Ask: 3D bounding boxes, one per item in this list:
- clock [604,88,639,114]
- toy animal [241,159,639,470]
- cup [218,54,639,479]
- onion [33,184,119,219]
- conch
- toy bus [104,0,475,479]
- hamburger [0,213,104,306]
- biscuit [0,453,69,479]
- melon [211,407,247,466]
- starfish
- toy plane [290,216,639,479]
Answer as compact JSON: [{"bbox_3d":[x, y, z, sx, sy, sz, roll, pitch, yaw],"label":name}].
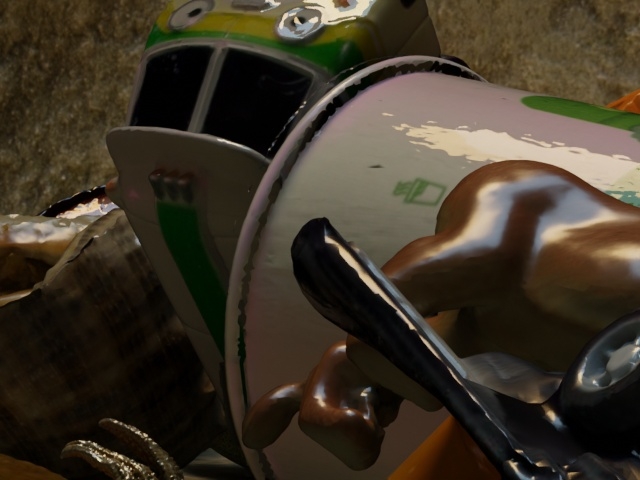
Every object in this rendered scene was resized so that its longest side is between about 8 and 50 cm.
[{"bbox_3d":[0.148,-0.017,1.165,0.255,0.106,0.220,-32,6,-12],"label":"clock"},{"bbox_3d":[0.119,0.029,0.560,0.312,0.157,0.097,13,-40,37],"label":"toy animal"},{"bbox_3d":[0.133,0.049,0.728,0.274,0.253,0.253,11,4,41],"label":"cup"},{"bbox_3d":[-0.194,0.080,1.581,0.256,0.272,0.230,9,-30,-11],"label":"onion"},{"bbox_3d":[-0.132,0.084,0.995,0.291,0.159,0.210,-40,8,-25],"label":"conch"},{"bbox_3d":[0.000,0.000,0.895,0.143,0.179,0.305,11,-41,35],"label":"toy bus"},{"bbox_3d":[-0.208,0.070,1.284,0.318,0.158,0.318,-4,-14,-1],"label":"hamburger"},{"bbox_3d":[-0.273,0.092,0.472,0.432,0.064,0.283,8,6,-25],"label":"biscuit"},{"bbox_3d":[-0.019,0.100,1.151,0.192,0.139,0.139,3,-2,34],"label":"melon"},{"bbox_3d":[-0.045,0.131,0.712,0.130,0.041,0.133,27,4,-29],"label":"starfish"},{"bbox_3d":[0.096,0.085,0.348,0.204,0.103,0.316,47,-9,-16],"label":"toy plane"}]
